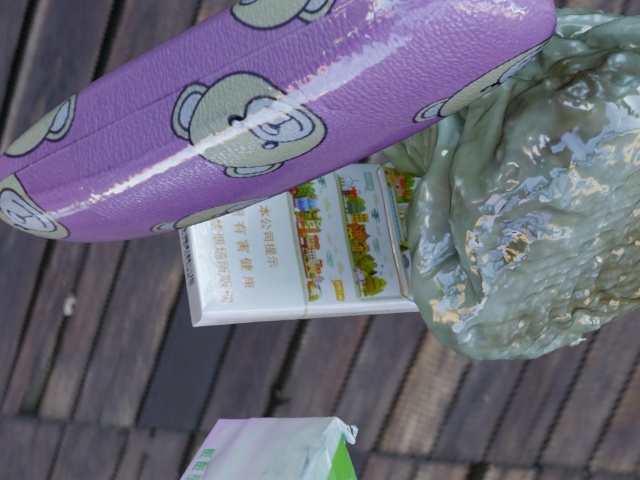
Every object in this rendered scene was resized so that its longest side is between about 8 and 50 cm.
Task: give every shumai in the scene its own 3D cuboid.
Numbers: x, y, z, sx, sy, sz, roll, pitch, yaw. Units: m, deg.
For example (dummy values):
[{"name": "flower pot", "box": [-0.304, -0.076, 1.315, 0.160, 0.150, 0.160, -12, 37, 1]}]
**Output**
[{"name": "shumai", "box": [0.158, -0.096, 1.057, 0.309, 0.263, 0.304, 0, 132, -48]}]

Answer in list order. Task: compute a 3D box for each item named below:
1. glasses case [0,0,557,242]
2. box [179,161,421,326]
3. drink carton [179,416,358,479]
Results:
[{"name": "glasses case", "box": [-0.032, -0.065, 0.741, 0.316, 0.076, 0.123, -22, 164, 35]}, {"name": "box", "box": [0.000, 0.000, 1.156, 0.220, 0.122, 0.032, -2, 161, -26]}, {"name": "drink carton", "box": [-0.015, 0.272, 1.070, 0.108, 0.161, 0.271, -4, 122, 27]}]
